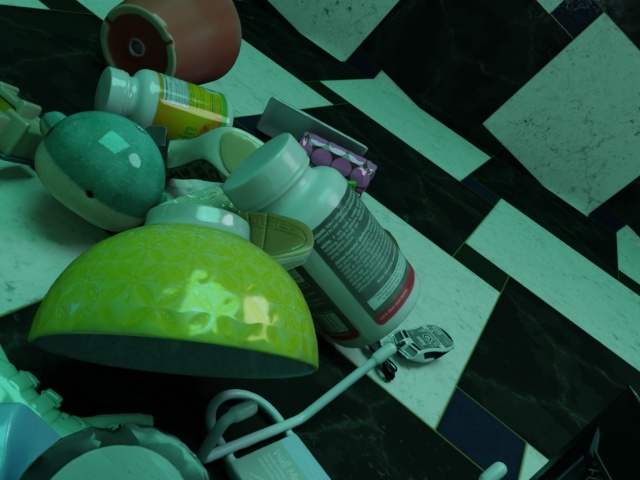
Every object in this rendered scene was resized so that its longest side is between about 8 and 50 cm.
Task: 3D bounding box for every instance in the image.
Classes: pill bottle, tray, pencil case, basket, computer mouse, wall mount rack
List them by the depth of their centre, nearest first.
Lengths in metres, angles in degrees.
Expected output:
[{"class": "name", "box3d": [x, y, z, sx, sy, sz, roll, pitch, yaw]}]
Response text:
[{"class": "wall mount rack", "box3d": [0.040, 0.263, 0.683, 0.304, 0.131, 0.350, -5, 45, -51]}, {"class": "pill bottle", "box3d": [0.000, 0.000, 0.913, 0.319, 0.176, 0.176, 51, 20, -22]}, {"class": "basket", "box3d": [-0.189, -0.007, 0.927, 0.113, 0.103, 0.167, 38, 26, 10]}, {"class": "computer mouse", "box3d": [0.157, 0.189, 1.037, 0.192, 0.042, 0.106, 1, 35, -37]}, {"class": "pill bottle", "box3d": [-0.311, -0.258, 1.184, 0.245, 0.136, 0.136, 10, 34, -36]}, {"class": "pencil case", "box3d": [0.031, -0.190, 1.489, 0.209, 0.095, 0.098, 28, -13, -8]}, {"class": "tray", "box3d": [-0.022, -0.268, 1.510, 0.270, 0.145, 0.030, 27, 61, -11]}]

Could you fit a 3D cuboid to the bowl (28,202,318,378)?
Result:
[{"class": "bowl", "box3d": [-0.140, 0.053, 0.639, 0.289, 0.289, 0.156, 16, 67, -29]}]

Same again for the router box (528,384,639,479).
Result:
[{"class": "router box", "box3d": [0.306, 0.348, 0.622, 0.081, 0.309, 0.243, 21, 29, -18]}]

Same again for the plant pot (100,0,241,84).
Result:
[{"class": "plant pot", "box3d": [-0.356, -0.471, 1.384, 0.274, 0.275, 0.243, 33, 37, 2]}]

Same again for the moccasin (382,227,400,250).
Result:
[{"class": "moccasin", "box3d": [0.001, 0.005, 1.094, 0.380, 0.139, 0.147, 26, 17, -33]}]

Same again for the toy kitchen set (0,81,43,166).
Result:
[{"class": "toy kitchen set", "box3d": [-0.506, -0.165, 0.884, 0.166, 0.122, 0.207, 38, 7, 12]}]

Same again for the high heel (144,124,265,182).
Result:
[{"class": "high heel", "box3d": [-0.180, -0.135, 1.067, 0.261, 0.093, 0.186, 14, -11, -7]}]

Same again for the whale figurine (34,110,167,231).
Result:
[{"class": "whale figurine", "box3d": [-0.306, -0.130, 0.889, 0.216, 0.141, 0.272, 40, 14, -22]}]

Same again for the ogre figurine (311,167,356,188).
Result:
[{"class": "ogre figurine", "box3d": [0.017, -0.094, 1.305, 0.118, 0.097, 0.197, -8, 34, -36]}]

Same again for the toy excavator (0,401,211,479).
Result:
[{"class": "toy excavator", "box3d": [-0.286, 0.190, 0.349, 0.444, 0.222, 0.433, -1, 61, -12]}]

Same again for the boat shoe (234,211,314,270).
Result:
[{"class": "boat shoe", "box3d": [-0.143, 0.034, 0.796, 0.276, 0.096, 0.098, -7, 40, 1]}]

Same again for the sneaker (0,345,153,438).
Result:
[{"class": "sneaker", "box3d": [-0.250, 0.172, 0.566, 0.151, 0.094, 0.256, -11, 59, -46]}]
